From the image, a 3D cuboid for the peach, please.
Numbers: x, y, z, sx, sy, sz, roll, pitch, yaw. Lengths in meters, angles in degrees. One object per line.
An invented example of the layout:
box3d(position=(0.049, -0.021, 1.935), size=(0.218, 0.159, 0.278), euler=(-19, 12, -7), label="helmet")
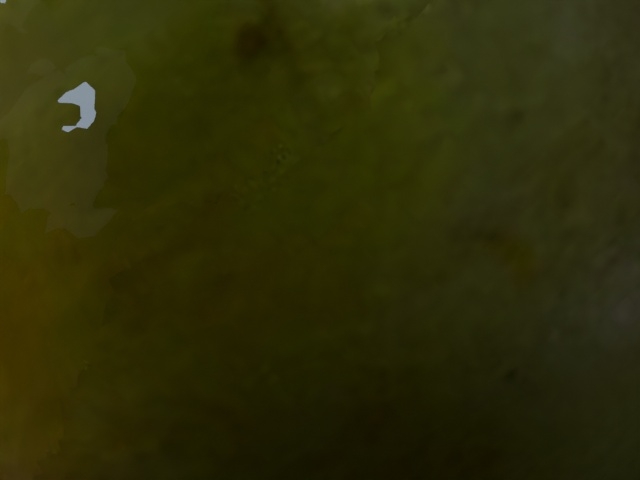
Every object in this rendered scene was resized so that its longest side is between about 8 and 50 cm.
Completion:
box3d(position=(-0.004, 0.004, 0.589), size=(0.316, 0.281, 0.314), euler=(-21, -22, -1), label="peach")
